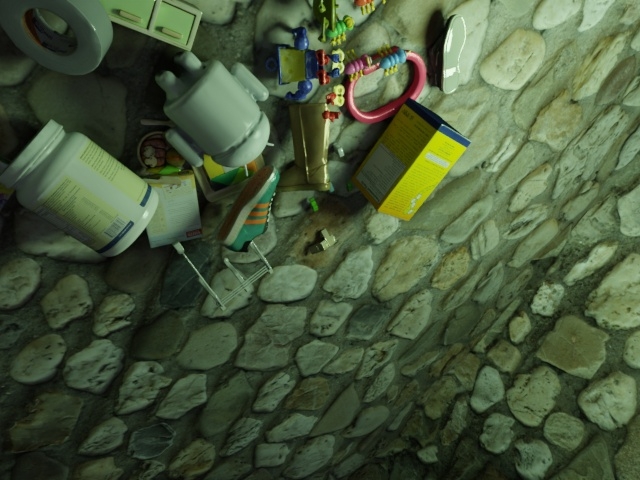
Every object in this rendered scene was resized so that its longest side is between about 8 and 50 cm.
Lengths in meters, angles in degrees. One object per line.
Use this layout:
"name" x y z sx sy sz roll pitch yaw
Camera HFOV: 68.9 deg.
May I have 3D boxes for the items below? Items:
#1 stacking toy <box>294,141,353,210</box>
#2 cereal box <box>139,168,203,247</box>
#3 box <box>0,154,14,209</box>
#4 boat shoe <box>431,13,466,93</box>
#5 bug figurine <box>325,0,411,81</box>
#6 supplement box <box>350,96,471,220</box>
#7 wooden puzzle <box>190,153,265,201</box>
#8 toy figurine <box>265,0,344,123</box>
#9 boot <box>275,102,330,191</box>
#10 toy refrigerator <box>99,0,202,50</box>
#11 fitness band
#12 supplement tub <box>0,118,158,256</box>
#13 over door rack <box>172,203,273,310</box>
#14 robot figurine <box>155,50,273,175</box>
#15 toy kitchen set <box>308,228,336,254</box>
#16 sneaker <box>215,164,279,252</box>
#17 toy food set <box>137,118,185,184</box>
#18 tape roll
"stacking toy" 0.016 -0.224 1.650 0.167 0.052 0.221 -27 134 -5
"cereal box" -0.474 -0.099 1.477 0.173 0.047 0.240 -13 130 -21
"box" -0.874 -0.143 1.232 0.179 0.043 0.105 -49 132 9
"boat shoe" 0.423 -0.618 1.545 0.095 0.079 0.255 -24 135 -13
"bug figurine" 0.135 -0.597 1.366 0.216 0.072 0.279 -29 117 2
"supplement box" 0.309 -0.275 1.635 0.195 0.194 0.357 12 123 -43
"wooden puzzle" -0.291 -0.250 1.463 0.220 0.044 0.239 -24 132 -10
"toy figurine" -0.063 -0.513 1.293 0.217 0.191 0.363 7 121 17
"boot" -0.076 -0.297 1.496 0.236 0.089 0.270 -1 107 12
"toy refrigerator" -0.433 -0.560 1.116 0.269 0.094 0.102 11 118 -35
"fitness band" 0.212 -0.508 1.537 0.290 0.054 0.209 -26 135 -7
"supplement tub" -0.624 -0.133 1.226 0.235 0.235 0.325 -43 123 7
"over door rack" -0.331 0.053 1.606 0.239 0.108 0.324 -39 126 -17
"robot figurine" -0.278 -0.342 1.272 0.300 0.200 0.353 -44 122 -2
"toy kitchen set" 0.000 0.000 1.827 0.083 0.075 0.068 -35 101 -45
"sneaker" -0.209 -0.096 1.500 0.121 0.108 0.302 30 98 -40
"toy food set" -0.457 -0.252 1.342 0.132 0.038 0.192 -3 111 -23
"tape roll" -0.585 -0.480 1.035 0.219 0.072 0.219 5 146 3
